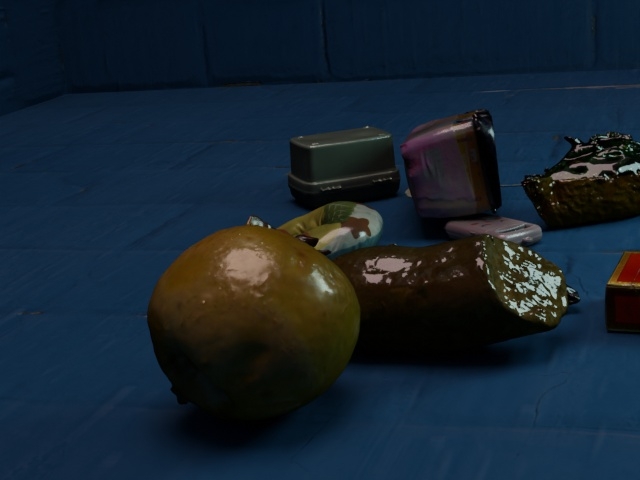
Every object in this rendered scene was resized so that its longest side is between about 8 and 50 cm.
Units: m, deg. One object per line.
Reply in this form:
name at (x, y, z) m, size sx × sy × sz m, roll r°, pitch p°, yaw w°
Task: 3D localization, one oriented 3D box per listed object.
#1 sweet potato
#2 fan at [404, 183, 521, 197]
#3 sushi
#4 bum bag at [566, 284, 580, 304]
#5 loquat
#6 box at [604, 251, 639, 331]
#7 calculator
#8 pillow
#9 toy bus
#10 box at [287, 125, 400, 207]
sweet potato at (0.122, 0.074, 1.506) m, size 0.369 × 0.158 × 0.158 m, roll -8°, pitch 14°, yaw 17°
fan at (0.331, -0.110, 2.343) m, size 0.329 × 0.009 × 0.191 m, roll -3°, pitch 15°, yaw 10°
sushi at (0.462, -0.108, 2.042) m, size 0.287 × 0.140 × 0.149 m, roll -7°, pitch 22°, yaw -10°
bum bag at (0.290, 0.080, 1.615) m, size 0.124 × 0.034 × 0.058 m, roll -5°, pitch 24°, yaw 2°
loquat at (-0.070, 0.086, 1.341) m, size 0.244 × 0.244 × 0.244 m, roll -5°, pitch 15°, yaw 1°
box at (0.499, 0.069, 1.527) m, size 0.239 × 0.074 × 0.153 m, roll 2°, pitch 21°, yaw 23°
calculator at (0.287, -0.014, 1.964) m, size 0.100 × 0.032 × 0.175 m, roll -14°, pitch 18°, yaw -33°
pillow at (0.000, 0.000, 1.938) m, size 0.214 × 0.086 × 0.233 m, roll -12°, pitch 16°, yaw 16°
toy bus at (0.237, -0.147, 2.144) m, size 0.162 × 0.171 × 0.386 m, roll -7°, pitch 8°, yaw 8°
box at (0.045, -0.147, 2.342) m, size 0.210 × 0.129 × 0.148 m, roll -10°, pitch 17°, yaw -19°
